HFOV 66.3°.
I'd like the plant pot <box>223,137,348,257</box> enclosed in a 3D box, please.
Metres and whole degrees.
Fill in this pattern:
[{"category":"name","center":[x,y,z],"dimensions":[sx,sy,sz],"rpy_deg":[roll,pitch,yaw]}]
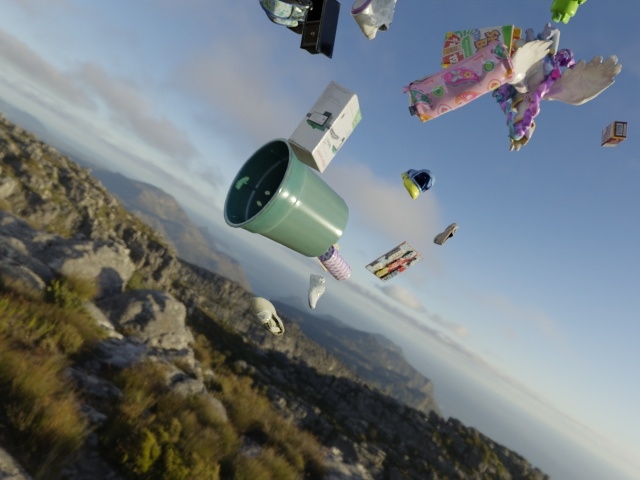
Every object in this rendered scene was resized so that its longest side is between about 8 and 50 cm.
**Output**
[{"category":"plant pot","center":[-0.099,-0.123,1.710],"dimensions":[0.334,0.341,0.341],"rpy_deg":[32,-3,-35]}]

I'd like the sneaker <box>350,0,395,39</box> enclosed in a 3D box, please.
[{"category":"sneaker","center":[0.221,-0.867,1.798],"dimensions":[0.114,0.305,0.152],"rpy_deg":[15,-28,45]}]

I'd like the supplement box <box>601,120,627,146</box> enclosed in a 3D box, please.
[{"category":"supplement box","center":[0.927,-0.335,1.549],"dimensions":[0.043,0.055,0.083],"rpy_deg":[7,-7,8]}]

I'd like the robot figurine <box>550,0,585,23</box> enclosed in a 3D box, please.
[{"category":"robot figurine","center":[0.674,-0.658,1.339],"dimensions":[0.067,0.115,0.101],"rpy_deg":[-6,29,-46]}]

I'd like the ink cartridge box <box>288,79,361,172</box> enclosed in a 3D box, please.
[{"category":"ink cartridge box","center":[0.017,-0.328,1.444],"dimensions":[0.092,0.219,0.160],"rpy_deg":[34,-5,17]}]

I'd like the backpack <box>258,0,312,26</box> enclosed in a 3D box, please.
[{"category":"backpack","center":[-0.098,-0.597,1.237],"dimensions":[0.114,0.084,0.105],"rpy_deg":[-9,59,-36]}]

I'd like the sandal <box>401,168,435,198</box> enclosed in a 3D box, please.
[{"category":"sandal","center":[0.464,-0.281,2.302],"dimensions":[0.126,0.138,0.317],"rpy_deg":[55,14,-12]}]

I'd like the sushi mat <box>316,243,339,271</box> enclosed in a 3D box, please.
[{"category":"sushi mat","center":[0.000,0.000,2.260],"dimensions":[0.019,0.151,0.317],"rpy_deg":[14,-29,34]}]

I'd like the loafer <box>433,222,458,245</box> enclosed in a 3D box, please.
[{"category":"loafer","center":[0.464,-0.019,1.783],"dimensions":[0.039,0.125,0.045],"rpy_deg":[36,-32,37]}]

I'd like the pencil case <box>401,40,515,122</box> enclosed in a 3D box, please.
[{"category":"pencil case","center":[0.371,-0.425,1.325],"dimensions":[0.124,0.284,0.124],"rpy_deg":[53,24,-37]}]

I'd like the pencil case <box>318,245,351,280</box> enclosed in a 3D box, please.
[{"category":"pencil case","center":[0.057,0.086,1.975],"dimensions":[0.086,0.088,0.206],"rpy_deg":[-13,-33,18]}]

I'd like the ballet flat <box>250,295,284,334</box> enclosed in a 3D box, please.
[{"category":"ballet flat","center":[-0.223,0.331,2.102],"dimensions":[0.086,0.086,0.248],"rpy_deg":[28,-20,41]}]

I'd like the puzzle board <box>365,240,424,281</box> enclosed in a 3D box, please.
[{"category":"puzzle board","center":[0.192,0.059,1.268],"dimensions":[0.096,0.128,0.011],"rpy_deg":[36,28,-42]}]

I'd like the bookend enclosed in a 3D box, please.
[{"category":"bookend","center":[-0.036,-0.608,1.405],"dimensions":[0.157,0.156,0.072],"rpy_deg":[13,5,35]}]

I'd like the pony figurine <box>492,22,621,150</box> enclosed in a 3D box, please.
[{"category":"pony figurine","center":[0.672,-0.497,1.510],"dimensions":[0.302,0.364,0.351],"rpy_deg":[16,-34,-6]}]

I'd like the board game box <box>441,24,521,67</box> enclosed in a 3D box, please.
[{"category":"board game box","center":[0.561,-0.681,1.722],"dimensions":[0.259,0.124,0.039],"rpy_deg":[6,-5,28]}]

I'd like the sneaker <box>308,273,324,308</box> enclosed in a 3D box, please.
[{"category":"sneaker","center":[-0.015,0.190,1.853],"dimensions":[0.061,0.152,0.054],"rpy_deg":[4,-40,3]}]
